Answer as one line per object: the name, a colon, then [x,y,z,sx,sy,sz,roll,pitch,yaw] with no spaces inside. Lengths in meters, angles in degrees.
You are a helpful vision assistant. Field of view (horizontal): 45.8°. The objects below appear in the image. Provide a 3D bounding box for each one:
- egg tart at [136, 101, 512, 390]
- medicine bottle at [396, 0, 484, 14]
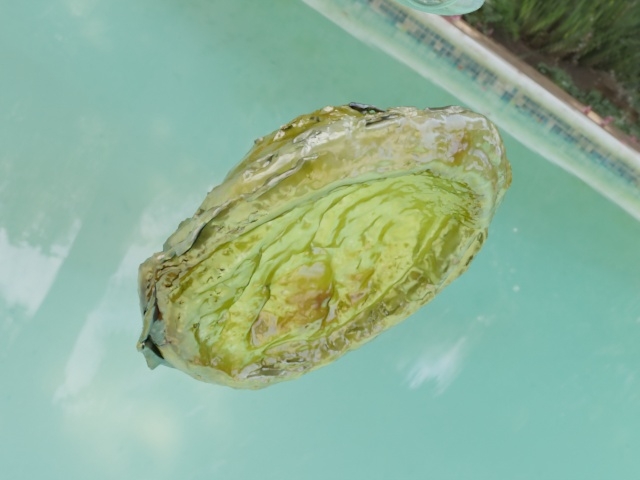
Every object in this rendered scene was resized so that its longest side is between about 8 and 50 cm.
egg tart: [0.000,0.000,0.512,0.279,0.279,0.095,8,42,-49]
medicine bottle: [0.093,-0.252,0.669,0.121,0.083,0.229,19,23,-5]
